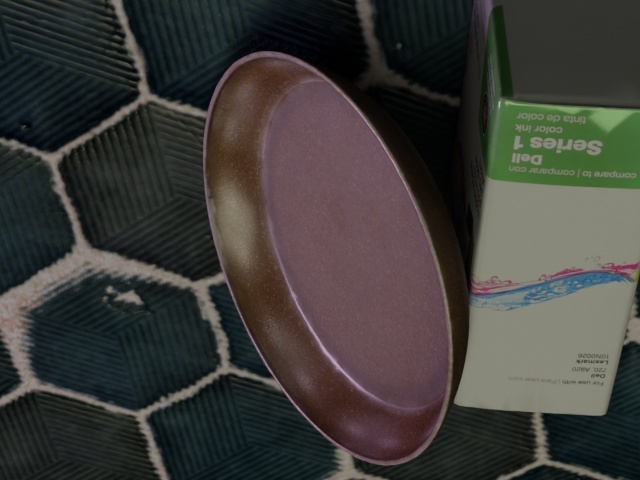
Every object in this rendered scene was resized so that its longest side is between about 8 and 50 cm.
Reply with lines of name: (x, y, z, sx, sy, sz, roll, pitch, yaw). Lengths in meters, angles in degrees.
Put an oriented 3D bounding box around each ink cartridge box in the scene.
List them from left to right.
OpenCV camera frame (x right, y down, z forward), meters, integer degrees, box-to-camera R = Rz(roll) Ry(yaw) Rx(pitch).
ink cartridge box: (0.158, -0.042, 1.146, 0.117, 0.201, 0.278, 3, 131, -1)

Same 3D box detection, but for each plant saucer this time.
plant saucer: (0.014, 0.009, 1.169, 0.050, 0.310, 0.311, -22, 137, -28)

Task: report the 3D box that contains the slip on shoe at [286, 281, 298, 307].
slip on shoe: (0.000, 0.000, 1.292, 0.041, 0.051, 0.135, -13, 134, -43)
